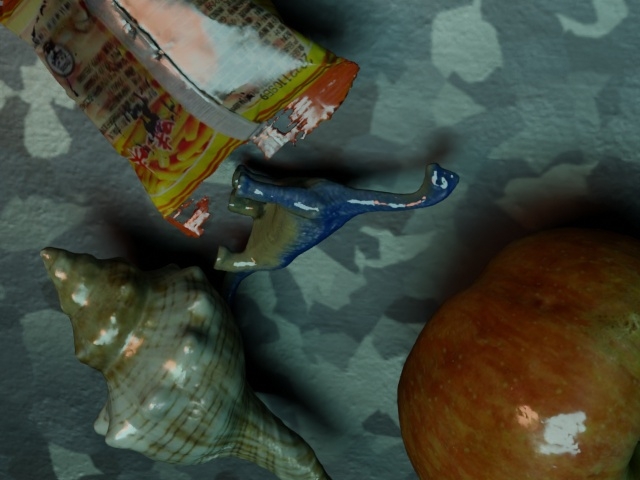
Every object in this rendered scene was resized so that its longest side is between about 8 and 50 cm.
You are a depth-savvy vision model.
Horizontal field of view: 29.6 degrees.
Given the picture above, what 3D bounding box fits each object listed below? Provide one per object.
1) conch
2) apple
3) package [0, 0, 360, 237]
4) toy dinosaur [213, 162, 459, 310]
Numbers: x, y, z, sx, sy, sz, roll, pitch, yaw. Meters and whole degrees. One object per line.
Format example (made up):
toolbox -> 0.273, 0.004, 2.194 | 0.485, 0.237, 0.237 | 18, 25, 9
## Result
conch -> -0.137, 0.147, 1.161 | 0.169, 0.203, 0.386 | -32, 114, -8
apple -> 0.194, 0.128, 1.061 | 0.250, 0.277, 0.309 | 29, 112, 37
package -> -0.137, -0.162, 0.991 | 0.288, 0.108, 0.223 | 49, 120, 0
toy dinosaur -> 0.000, 0.000, 1.115 | 0.188, 0.075, 0.248 | 16, 132, -5
